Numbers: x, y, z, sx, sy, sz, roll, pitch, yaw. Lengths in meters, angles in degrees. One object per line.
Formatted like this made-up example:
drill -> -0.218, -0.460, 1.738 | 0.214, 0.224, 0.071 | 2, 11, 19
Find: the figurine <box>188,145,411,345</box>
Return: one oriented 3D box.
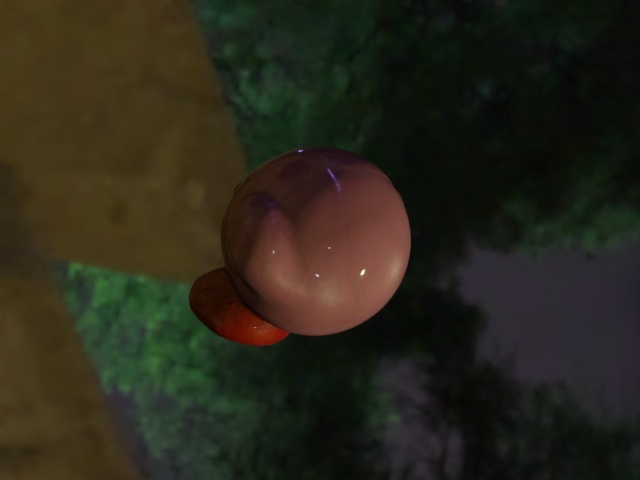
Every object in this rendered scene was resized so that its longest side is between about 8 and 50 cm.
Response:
figurine -> 0.000, 0.000, 0.666 | 0.067, 0.083, 0.071 | 40, -39, 24
